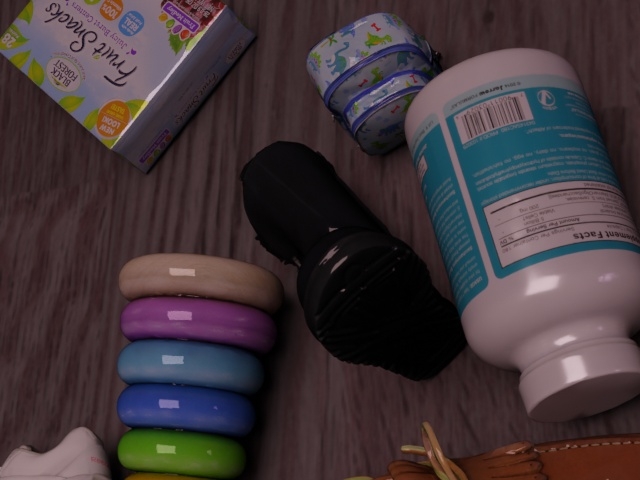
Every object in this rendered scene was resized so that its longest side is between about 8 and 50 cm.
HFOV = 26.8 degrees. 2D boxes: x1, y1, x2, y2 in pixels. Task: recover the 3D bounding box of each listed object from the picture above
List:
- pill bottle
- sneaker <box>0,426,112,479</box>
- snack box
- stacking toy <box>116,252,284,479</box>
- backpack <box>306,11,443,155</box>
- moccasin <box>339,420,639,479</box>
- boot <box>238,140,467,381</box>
[{"bbox_3d":[0.162,-0.002,1.014,0.146,0.146,0.264,-22,63,18],"label":"pill bottle"},{"bbox_3d":[-0.268,0.242,1.184,0.232,0.090,0.115,-28,43,16],"label":"sneaker"},{"bbox_3d":[-0.192,-0.193,1.306,0.207,0.070,0.174,41,92,33],"label":"snack box"},{"bbox_3d":[-0.113,0.183,1.097,0.141,0.141,0.330,-2,75,26],"label":"stacking toy"},{"bbox_3d":[0.051,-0.133,1.137,0.105,0.114,0.084,-31,61,12],"label":"backpack"},{"bbox_3d":[0.085,0.212,0.971,0.380,0.147,0.139,-11,67,23],"label":"moccasin"},{"bbox_3d":[0.000,0.000,1.039,0.094,0.246,0.207,-47,61,4],"label":"boot"}]
